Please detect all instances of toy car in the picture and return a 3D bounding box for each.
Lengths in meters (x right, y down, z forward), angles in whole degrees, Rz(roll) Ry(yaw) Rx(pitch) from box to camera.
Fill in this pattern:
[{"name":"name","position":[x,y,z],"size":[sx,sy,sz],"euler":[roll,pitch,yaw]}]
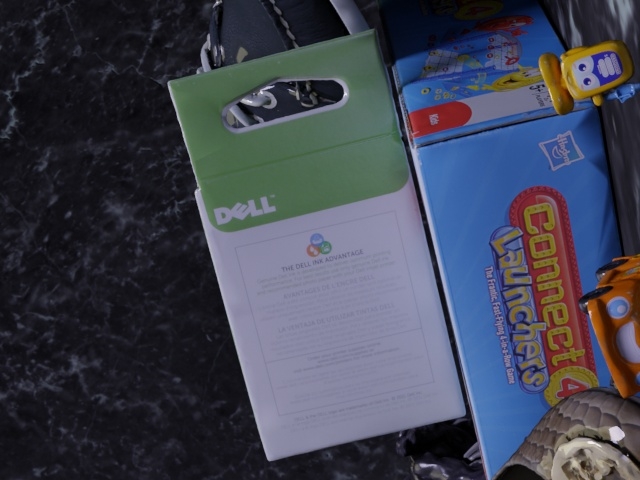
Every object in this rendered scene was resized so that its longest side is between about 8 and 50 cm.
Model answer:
[{"name":"toy car","position":[0.099,-0.013,0.467],"size":[0.060,0.041,0.122],"euler":[4,-110,-64]}]

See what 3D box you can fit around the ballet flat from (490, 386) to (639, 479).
[{"name":"ballet flat","position":[0.095,0.136,0.662],"size":[0.084,0.058,0.250],"euler":[55,152,11]}]

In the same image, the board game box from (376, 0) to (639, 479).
[{"name":"board game box","position":[0.110,0.011,0.841],"size":[0.302,0.086,0.308],"euler":[-95,-9,-62]}]

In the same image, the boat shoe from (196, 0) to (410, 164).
[{"name":"boat shoe","position":[-0.017,-0.082,0.816],"size":[0.114,0.091,0.302],"euler":[55,176,30]}]

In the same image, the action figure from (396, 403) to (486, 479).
[{"name":"action figure","position":[0.147,0.204,1.059],"size":[0.275,0.141,0.164],"euler":[62,179,26]}]

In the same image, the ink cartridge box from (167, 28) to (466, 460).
[{"name":"ink cartridge box","position":[0.000,0.000,0.754],"size":[0.062,0.109,0.209],"euler":[-91,-12,-74]}]
